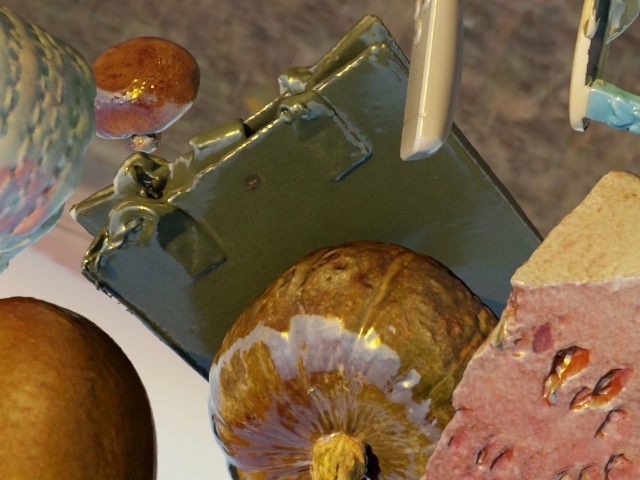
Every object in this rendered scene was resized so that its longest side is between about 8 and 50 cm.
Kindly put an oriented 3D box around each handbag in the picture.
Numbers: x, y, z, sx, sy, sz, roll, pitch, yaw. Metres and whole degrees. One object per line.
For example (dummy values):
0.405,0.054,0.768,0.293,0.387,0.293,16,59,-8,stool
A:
0.001,0.002,1.033,0.260,0.248,0.079,47,-164,-38,handbag

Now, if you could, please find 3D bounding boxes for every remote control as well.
0.066,-0.134,0.825,0.027,0.184,0.050,7,176,-8,remote control

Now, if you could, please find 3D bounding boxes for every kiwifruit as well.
-0.191,0.145,0.914,0.196,0.233,0.196,7,156,3,kiwifruit

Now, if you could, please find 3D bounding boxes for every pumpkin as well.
0.028,0.117,0.955,0.219,0.219,0.162,23,-140,11,pumpkin

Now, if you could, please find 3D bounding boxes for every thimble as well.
-0.280,-0.086,1.206,0.185,0.211,0.149,-14,152,34,thimble

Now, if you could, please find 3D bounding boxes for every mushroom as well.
-0.178,-0.149,1.521,0.127,0.127,0.087,21,154,36,mushroom

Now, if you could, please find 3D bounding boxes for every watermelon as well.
0.117,0.085,0.728,0.154,0.241,0.094,5,-152,-7,watermelon

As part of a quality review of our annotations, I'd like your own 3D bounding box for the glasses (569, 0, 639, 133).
0.215,-0.078,0.673,0.221,0.189,0.088,33,147,1,glasses
